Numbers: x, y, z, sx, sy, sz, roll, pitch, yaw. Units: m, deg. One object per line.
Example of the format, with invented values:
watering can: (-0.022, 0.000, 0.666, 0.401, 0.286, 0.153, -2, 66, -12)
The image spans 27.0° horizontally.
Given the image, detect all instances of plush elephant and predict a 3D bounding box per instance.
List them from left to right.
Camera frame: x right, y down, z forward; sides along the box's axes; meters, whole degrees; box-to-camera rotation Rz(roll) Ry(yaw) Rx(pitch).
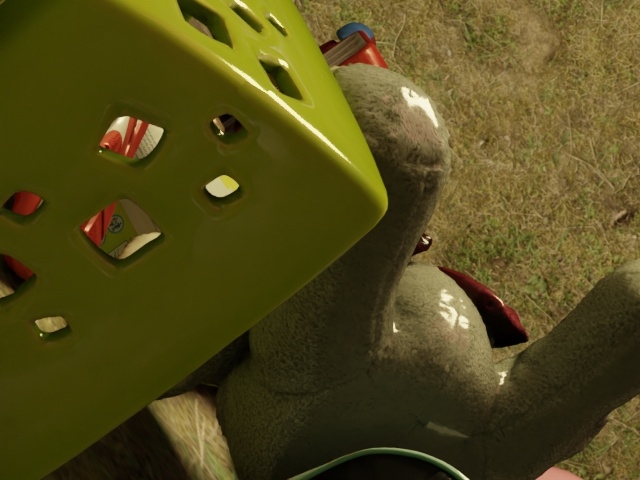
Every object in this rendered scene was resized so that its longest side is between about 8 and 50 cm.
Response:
plush elephant: (0.017, 0.048, 0.782, 0.272, 0.330, 0.255, 22, 21, -25)

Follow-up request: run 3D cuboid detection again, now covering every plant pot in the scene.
plant pot: (-0.140, -0.067, 0.552, 0.207, 0.228, 0.227, 44, 15, -41)

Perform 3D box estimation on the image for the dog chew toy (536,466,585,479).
dog chew toy: (0.104, 0.230, 1.072, 0.332, 0.206, 0.206, 42, -6, 43)

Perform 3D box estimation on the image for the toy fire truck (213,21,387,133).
toy fire truck: (-0.039, -0.156, 1.532, 0.169, 0.254, 0.302, 56, 7, -12)

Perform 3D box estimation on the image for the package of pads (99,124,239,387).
package of pads: (-0.095, 0.001, 1.056, 0.229, 0.101, 0.296, 60, 6, 16)

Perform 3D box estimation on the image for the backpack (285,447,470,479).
backpack: (0.014, 0.186, 0.602, 0.166, 0.188, 0.144, 59, 7, 21)

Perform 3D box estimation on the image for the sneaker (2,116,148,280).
sneaker: (-0.190, -0.061, 0.852, 0.221, 0.128, 0.087, -72, 176, -52)
